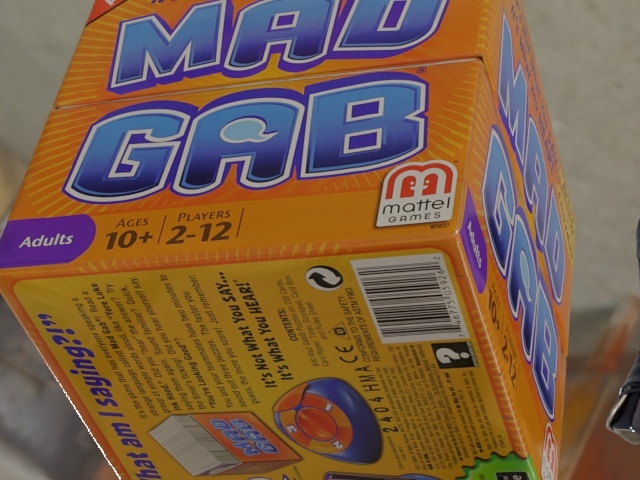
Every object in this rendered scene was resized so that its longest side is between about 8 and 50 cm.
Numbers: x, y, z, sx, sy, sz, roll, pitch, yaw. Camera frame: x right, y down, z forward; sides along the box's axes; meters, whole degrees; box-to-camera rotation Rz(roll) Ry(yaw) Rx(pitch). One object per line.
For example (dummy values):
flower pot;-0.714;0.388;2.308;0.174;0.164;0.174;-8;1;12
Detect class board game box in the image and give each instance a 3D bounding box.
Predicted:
board game box;0.000;0.000;1.337;0.356;0.356;0.356;-5;136;18

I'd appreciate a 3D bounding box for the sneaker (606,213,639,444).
sneaker;0.315;0.091;1.463;0.086;0.163;0.226;8;137;38
